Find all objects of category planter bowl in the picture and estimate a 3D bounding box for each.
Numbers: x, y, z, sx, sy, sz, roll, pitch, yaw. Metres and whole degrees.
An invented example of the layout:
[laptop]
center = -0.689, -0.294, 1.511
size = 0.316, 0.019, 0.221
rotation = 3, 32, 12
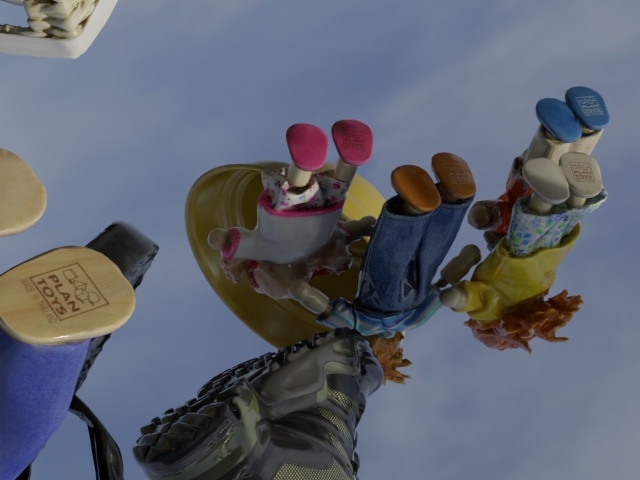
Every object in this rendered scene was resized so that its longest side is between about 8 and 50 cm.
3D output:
[planter bowl]
center = 0.000, 0.000, 1.510
size = 0.217, 0.217, 0.090
rotation = -3, -145, 45

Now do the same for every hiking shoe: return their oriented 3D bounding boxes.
[hiking shoe]
center = -0.019, 0.121, 0.974
size = 0.086, 0.114, 0.227
rotation = -22, -178, 27

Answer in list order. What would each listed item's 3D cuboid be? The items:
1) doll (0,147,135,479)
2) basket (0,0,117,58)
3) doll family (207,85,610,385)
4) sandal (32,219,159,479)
[doll]
center = -0.111, 0.063, 0.530
size = 0.046, 0.129, 0.189
rotation = -28, 159, -43
[basket]
center = -0.172, -0.203, 1.075
size = 0.113, 0.103, 0.167
rotation = 8, -130, 17
[doll family]
center = 0.071, 0.015, 1.083
size = 0.263, 0.163, 0.118
rotation = -8, -128, -23
[sandal]
center = -0.175, 0.197, 0.774
size = 0.445, 0.107, 0.167
rotation = -59, 179, -14
